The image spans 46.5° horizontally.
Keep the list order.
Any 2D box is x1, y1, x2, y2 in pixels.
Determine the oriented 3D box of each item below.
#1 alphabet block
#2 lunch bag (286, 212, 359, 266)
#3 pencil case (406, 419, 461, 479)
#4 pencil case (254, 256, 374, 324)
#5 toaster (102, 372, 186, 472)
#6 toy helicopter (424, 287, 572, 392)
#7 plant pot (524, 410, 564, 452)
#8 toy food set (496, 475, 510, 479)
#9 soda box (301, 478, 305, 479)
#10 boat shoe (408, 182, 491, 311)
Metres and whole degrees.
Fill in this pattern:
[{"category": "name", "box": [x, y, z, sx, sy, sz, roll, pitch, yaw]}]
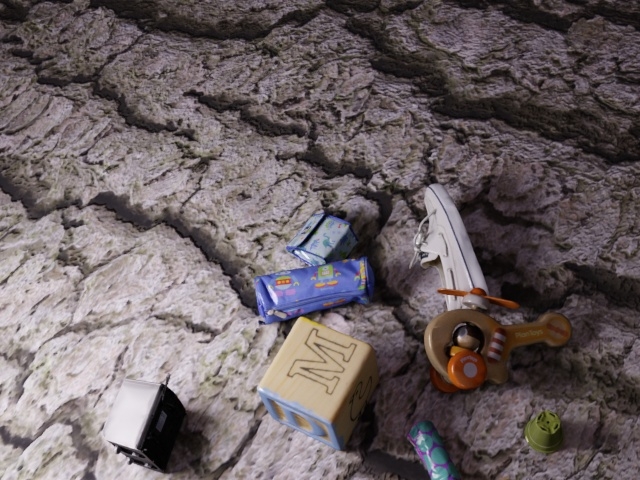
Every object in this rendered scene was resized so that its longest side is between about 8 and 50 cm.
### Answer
[{"category": "alphabet block", "box": [0.001, 0.319, 1.662, 0.194, 0.192, 0.197, 21, 63, 20]}, {"category": "lunch bag", "box": [0.000, 0.000, 1.942, 0.151, 0.096, 0.128, 22, 64, 39]}, {"category": "pencil case", "box": [0.241, 0.465, 1.595, 0.070, 0.064, 0.151, -14, 53, -19]}, {"category": "pencil case", "box": [-0.016, 0.124, 1.836, 0.306, 0.119, 0.133, -11, 31, 2]}, {"category": "toaster", "box": [-0.389, 0.408, 1.678, 0.110, 0.168, 0.185, 8, 58, 15]}, {"category": "toy helicopter", "box": [0.403, 0.206, 1.693, 0.355, 0.140, 0.234, -7, 76, -14]}, {"category": "plant pot", "box": [0.481, 0.400, 1.590, 0.083, 0.079, 0.083, -5, 55, 7]}, {"category": "toy food set", "box": [0.391, 0.555, 1.539, 0.078, 0.019, 0.122, -20, 63, -4]}, {"category": "soda box", "box": [0.020, 0.629, 1.504, 0.098, 0.091, 0.286, -37, 58, -17]}, {"category": "boat shoe", "box": [0.291, 0.028, 1.857, 0.157, 0.136, 0.367, -17, 65, 2]}]
